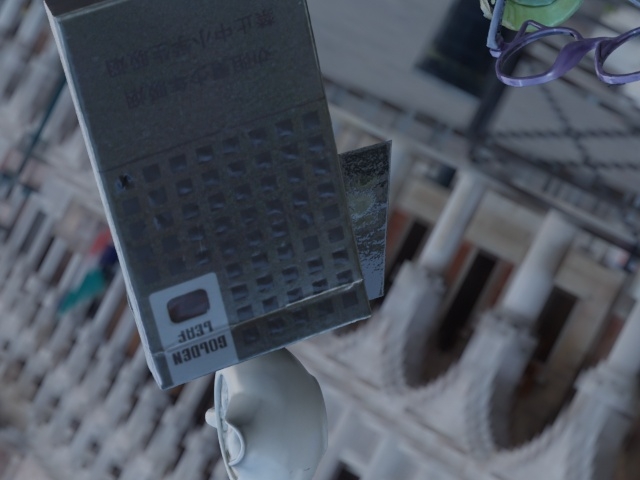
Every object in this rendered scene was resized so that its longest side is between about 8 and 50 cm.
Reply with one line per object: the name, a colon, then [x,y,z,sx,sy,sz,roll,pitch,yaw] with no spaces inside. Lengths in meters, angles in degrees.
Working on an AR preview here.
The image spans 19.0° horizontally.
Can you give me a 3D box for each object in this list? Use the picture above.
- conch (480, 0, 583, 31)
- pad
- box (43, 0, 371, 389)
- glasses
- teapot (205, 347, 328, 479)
conch: [0.159,-0.209,1.476,0.079,0.095,0.201,0,-168,-14]
pad: [0.000,0.000,1.620,0.127,0.190,0.004,-17,-132,-17]
box: [-0.076,-0.054,1.411,0.047,0.180,0.325,-126,20,-55]
glasses: [0.134,-0.143,1.063,0.140,0.062,0.104,2,132,43]
teapot: [-0.047,0.151,1.588,0.092,0.145,0.226,-5,178,-12]
